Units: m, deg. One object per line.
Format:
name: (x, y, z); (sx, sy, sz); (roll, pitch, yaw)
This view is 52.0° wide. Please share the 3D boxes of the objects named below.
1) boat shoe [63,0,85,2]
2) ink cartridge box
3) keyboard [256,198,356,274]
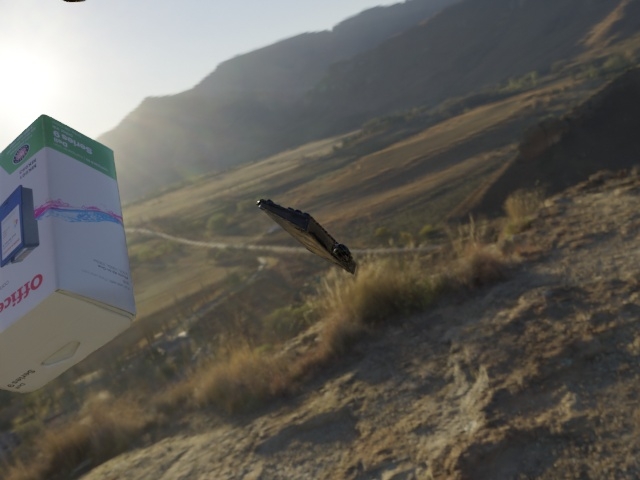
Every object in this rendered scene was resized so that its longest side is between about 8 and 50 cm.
boat shoe: (-0.144, -0.303, 0.381); (0.123, 0.342, 0.123); (-3, -14, -24)
ink cartridge box: (-0.267, 0.012, 0.618); (0.154, 0.212, 0.093); (-34, -35, 20)
keyboard: (0.000, 0.000, 0.806); (0.108, 0.023, 0.180); (28, -6, 26)
